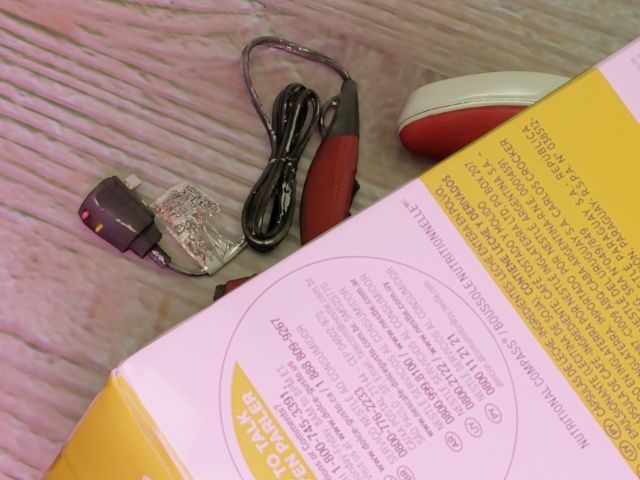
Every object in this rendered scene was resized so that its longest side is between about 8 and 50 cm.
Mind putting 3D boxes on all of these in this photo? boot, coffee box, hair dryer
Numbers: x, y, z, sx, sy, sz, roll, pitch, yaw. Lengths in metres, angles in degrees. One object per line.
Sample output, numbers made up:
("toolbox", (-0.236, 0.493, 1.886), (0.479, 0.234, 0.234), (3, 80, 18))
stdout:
("boot", (0.170, -0.017, 1.159), (0.244, 0.088, 0.176), (7, 74, -6))
("coffee box", (0.083, 0.160, 0.870), (0.334, 0.337, 0.338), (-32, 83, -25))
("hair dryer", (0.000, 0.000, 1.142), (0.223, 0.080, 0.293), (-41, 80, -15))
